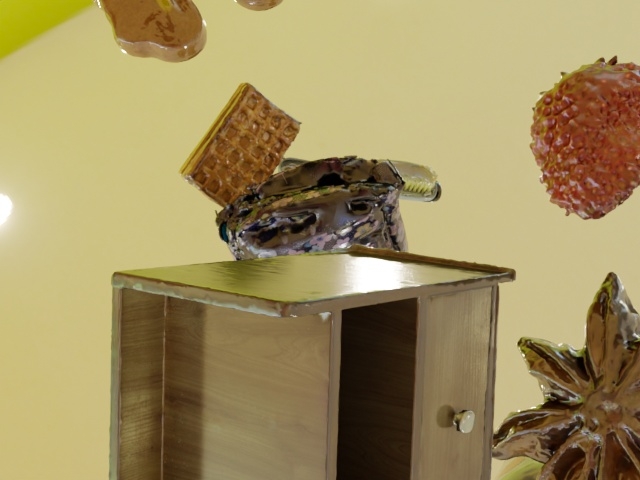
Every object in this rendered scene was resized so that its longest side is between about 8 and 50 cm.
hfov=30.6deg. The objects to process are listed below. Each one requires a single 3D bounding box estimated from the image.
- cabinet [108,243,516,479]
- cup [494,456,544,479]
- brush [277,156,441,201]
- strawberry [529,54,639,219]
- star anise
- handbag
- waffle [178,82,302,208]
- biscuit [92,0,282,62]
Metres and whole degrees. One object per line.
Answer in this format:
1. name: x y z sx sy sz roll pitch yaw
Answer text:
1. cabinet: 0.004 0.102 0.706 0.148 0.174 0.215 8 -171 41
2. cup: 0.316 0.336 1.453 0.212 0.212 0.317 -5 -174 20
3. brush: 0.076 -0.118 2.009 0.297 0.060 0.068 5 -127 -13
4. strawberry: 0.294 -0.124 1.229 0.167 0.087 0.208 -28 -151 15
5. star anise: 0.306 0.177 1.157 0.315 0.108 0.315 -16 -122 28
6. handbag: 0.000 0.000 1.390 0.229 0.207 0.126 -16 -126 2
7. waffle: -0.099 -0.112 1.454 0.148 0.102 0.042 -57 -147 -5
8. biscuit: -0.157 -0.277 1.003 0.186 0.044 0.295 -36 -115 -20
